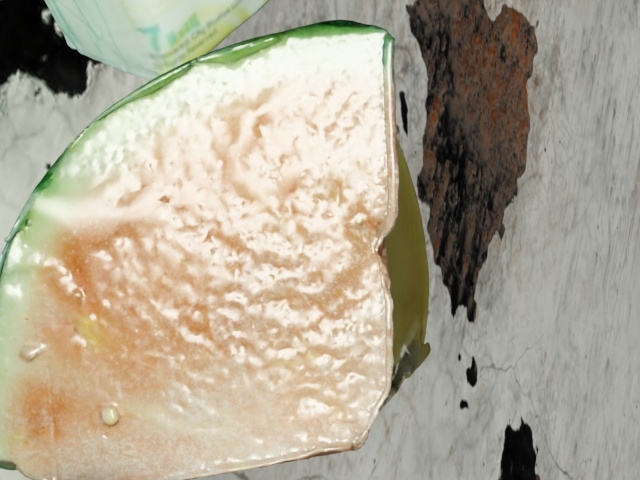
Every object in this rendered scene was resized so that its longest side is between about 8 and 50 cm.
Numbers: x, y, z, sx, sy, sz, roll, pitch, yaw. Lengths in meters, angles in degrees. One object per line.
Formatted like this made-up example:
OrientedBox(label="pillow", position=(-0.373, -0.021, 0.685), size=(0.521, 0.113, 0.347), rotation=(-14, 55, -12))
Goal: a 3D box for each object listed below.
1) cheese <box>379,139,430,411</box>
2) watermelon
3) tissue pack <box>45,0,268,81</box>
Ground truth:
OrientedBox(label="cheese", position=(0.000, 0.000, 1.164), size=(0.259, 0.128, 0.316), rotation=(-57, 143, -55))
OrientedBox(label="watermelon", position=(-0.104, 0.025, 0.880), size=(0.222, 0.319, 0.292), rotation=(-6, 94, -23))
OrientedBox(label="tissue pack", position=(-0.107, -0.338, 0.869), size=(0.287, 0.162, 0.388), rotation=(-45, 132, -24))
